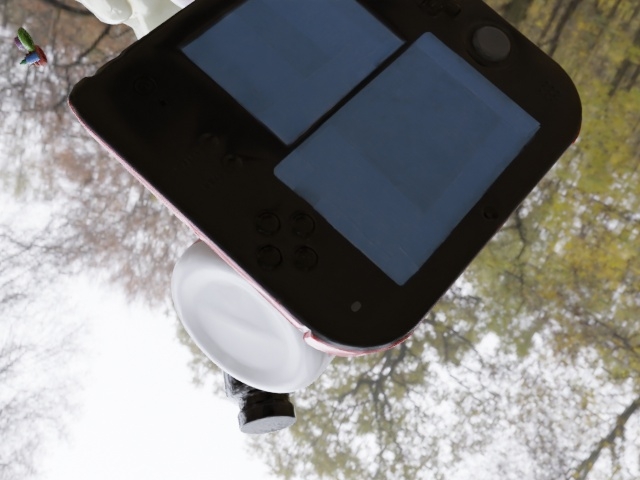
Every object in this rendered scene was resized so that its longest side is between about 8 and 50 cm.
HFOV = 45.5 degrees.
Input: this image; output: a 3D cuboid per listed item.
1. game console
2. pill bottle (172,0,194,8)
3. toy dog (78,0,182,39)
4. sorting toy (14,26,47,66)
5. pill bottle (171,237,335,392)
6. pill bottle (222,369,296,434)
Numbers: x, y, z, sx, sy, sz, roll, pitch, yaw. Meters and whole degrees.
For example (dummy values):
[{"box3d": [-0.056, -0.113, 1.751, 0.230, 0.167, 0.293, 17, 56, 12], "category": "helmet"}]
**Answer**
[{"box3d": [0.030, -0.122, 0.690, 0.342, 0.060, 0.386, 44, -117, 2], "category": "game console"}, {"box3d": [-0.102, -0.437, 0.943, 0.169, 0.301, 0.169, 13, -130, -16], "category": "pill bottle"}, {"box3d": [-0.301, -0.424, 1.201, 0.408, 0.395, 0.284, 37, -121, -11], "category": "toy dog"}, {"box3d": [-0.606, -0.389, 1.574, 0.102, 0.042, 0.061, 60, -175, -62], "category": "sorting toy"}, {"box3d": [0.000, 0.000, 0.967, 0.210, 0.210, 0.363, 29, -134, 15], "category": "pill bottle"}, {"box3d": [-0.104, 0.202, 1.268, 0.122, 0.123, 0.219, 5, -123, -29], "category": "pill bottle"}]
